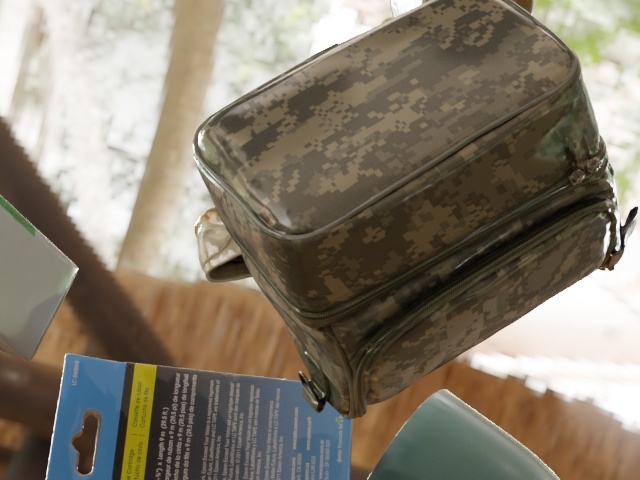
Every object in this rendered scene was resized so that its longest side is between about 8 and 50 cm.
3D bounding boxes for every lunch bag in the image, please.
[{"bbox_3d":[0.087,-0.021,1.549,0.305,0.256,0.212,-31,-139,-11],"label":"lunch bag"}]

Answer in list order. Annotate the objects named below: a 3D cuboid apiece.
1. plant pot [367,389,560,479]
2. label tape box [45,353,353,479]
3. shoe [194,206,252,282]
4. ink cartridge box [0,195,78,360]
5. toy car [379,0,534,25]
[{"bbox_3d":[0.182,0.367,2.376,0.235,0.293,0.293,29,-163,17],"label":"plant pot"},{"bbox_3d":[-0.135,0.267,2.156,0.334,0.106,0.240,7,-130,-5],"label":"label tape box"},{"bbox_3d":[0.000,0.000,1.676,0.219,0.076,0.058,-7,-136,4],"label":"shoe"},{"bbox_3d":[-0.438,0.001,2.044,0.289,0.121,0.211,15,160,30],"label":"ink cartridge box"},{"bbox_3d":[0.172,-0.234,1.990,0.188,0.155,0.149,7,-147,-17],"label":"toy car"}]
